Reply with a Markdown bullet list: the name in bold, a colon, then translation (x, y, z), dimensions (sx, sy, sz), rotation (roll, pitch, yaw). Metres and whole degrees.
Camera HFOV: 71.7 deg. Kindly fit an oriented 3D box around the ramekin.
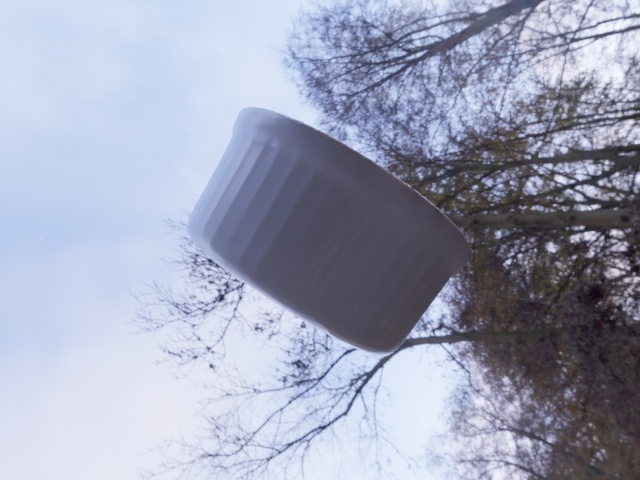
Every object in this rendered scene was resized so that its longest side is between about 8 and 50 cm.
- **ramekin**: translation (0.000, 0.000, 0.465), dimensions (0.277, 0.277, 0.135), rotation (34, -92, -32)
